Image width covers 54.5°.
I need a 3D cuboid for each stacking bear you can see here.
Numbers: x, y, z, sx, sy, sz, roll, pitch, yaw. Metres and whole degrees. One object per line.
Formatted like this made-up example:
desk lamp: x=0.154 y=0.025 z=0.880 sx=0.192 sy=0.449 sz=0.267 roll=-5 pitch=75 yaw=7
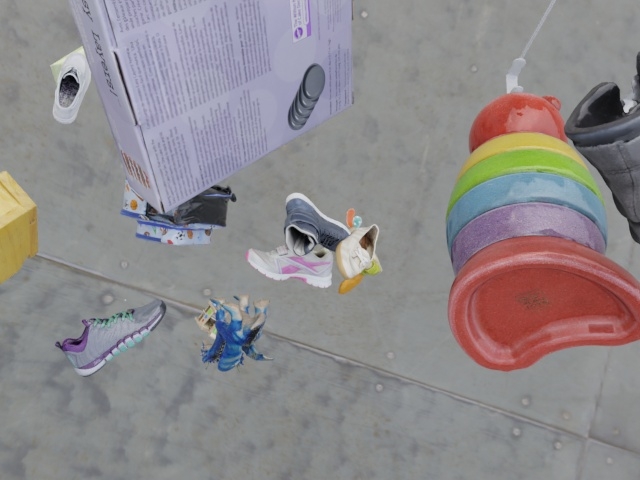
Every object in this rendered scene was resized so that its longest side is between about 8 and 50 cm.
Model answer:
stacking bear: x=0.211 y=-0.041 z=0.646 sx=0.164 sy=0.175 sz=0.289 roll=43 pitch=40 yaw=-31

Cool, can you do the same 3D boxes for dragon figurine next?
dragon figurine: x=-0.131 y=0.170 z=1.043 sx=0.085 sy=0.289 sz=0.144 roll=-5 pitch=93 yaw=-29

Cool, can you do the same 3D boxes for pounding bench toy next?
pounding bench toy: x=-0.254 y=0.195 z=1.503 sx=0.065 sy=0.083 sz=0.052 roll=-50 pitch=127 yaw=1

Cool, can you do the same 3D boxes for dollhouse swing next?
dollhouse swing: x=-0.922 y=-0.035 z=1.475 sx=0.305 sy=0.315 sz=0.347 roll=38 pitch=51 yaw=5

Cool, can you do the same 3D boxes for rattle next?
rattle: x=0.083 y=0.031 z=1.789 sx=0.130 sy=0.142 sz=0.200 roll=-13 pitch=69 yaw=-56

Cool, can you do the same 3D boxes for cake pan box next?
cake pan box: x=-0.077 y=-0.187 z=0.526 sx=0.070 sy=0.267 sz=0.245 roll=33 pitch=56 yaw=32

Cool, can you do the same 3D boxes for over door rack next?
over door rack: x=0.457 y=-0.358 z=0.973 sx=0.239 sy=0.324 sz=0.108 roll=11 pitch=47 yaw=-3

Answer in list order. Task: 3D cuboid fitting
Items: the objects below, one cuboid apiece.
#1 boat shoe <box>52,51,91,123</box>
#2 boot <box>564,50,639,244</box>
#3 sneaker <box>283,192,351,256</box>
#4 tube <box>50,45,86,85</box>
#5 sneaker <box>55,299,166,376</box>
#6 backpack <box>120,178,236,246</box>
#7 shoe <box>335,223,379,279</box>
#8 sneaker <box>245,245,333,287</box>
boat shoe: x=-0.541 y=-0.343 z=1.347 sx=0.066 sy=0.063 sz=0.184 roll=19 pitch=60 yaw=-18
boot: x=0.307 y=-0.042 z=0.407 sx=0.338 sy=0.118 sz=0.223 roll=-25 pitch=100 yaw=-36
sneaker: x=-0.002 y=0.001 z=1.534 sx=0.226 sy=0.163 sz=0.086 roll=36 pitch=118 yaw=-23
tube: x=-0.614 y=-0.500 z=1.669 sx=0.240 sy=0.062 sz=0.070 roll=-40 pitch=133 yaw=-23
sneaker: x=-0.429 y=0.181 z=1.284 sx=0.223 sy=0.083 sz=0.098 roll=-39 pitch=115 yaw=-13
backpack: x=-0.415 y=-0.093 z=1.733 sx=0.263 sy=0.276 sz=0.213 roll=19 pitch=93 yaw=23
shoe: x=0.088 y=0.018 z=1.427 sx=0.058 sy=0.219 sz=0.077 roll=-24 pitch=106 yaw=25
sneaker: x=-0.076 y=0.045 z=1.663 sx=0.252 sy=0.103 sz=0.111 roll=11 pitch=106 yaw=-23
